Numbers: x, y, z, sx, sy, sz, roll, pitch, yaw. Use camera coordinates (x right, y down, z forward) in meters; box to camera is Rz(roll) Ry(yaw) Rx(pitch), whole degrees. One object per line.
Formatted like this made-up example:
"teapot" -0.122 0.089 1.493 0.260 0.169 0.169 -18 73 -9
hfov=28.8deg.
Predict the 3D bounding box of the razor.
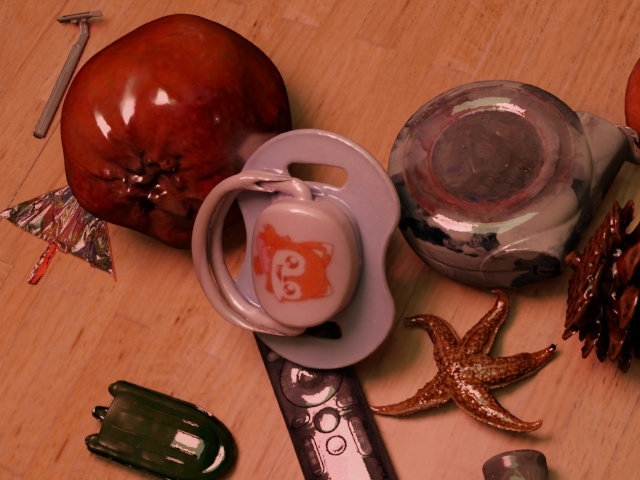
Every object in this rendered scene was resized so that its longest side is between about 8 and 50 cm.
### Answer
"razor" -0.389 -0.251 1.885 0.084 0.036 0.211 2 71 44

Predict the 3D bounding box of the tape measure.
"tape measure" 0.221 -0.065 1.539 0.275 0.147 0.256 23 67 26

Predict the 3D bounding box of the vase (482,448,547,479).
"vase" 0.236 0.346 1.387 0.096 0.096 0.219 -14 60 11

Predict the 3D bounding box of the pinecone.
"pinecone" 0.373 0.056 1.423 0.207 0.208 0.208 -7 65 14

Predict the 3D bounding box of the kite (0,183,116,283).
"kite" -0.362 -0.017 1.779 0.232 0.009 0.189 23 75 25

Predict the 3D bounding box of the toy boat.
"toy boat" -0.205 0.248 1.588 0.210 0.052 0.104 15 69 21

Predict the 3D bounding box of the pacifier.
"pacifier" 0.000 0.000 1.537 0.244 0.233 0.299 11 109 25

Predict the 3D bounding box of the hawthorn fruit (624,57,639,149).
"hawthorn fruit" 0.451 -0.176 1.511 0.173 0.173 0.173 -7 65 14

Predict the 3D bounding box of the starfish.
"starfish" 0.171 0.162 1.509 0.238 0.057 0.213 -28 54 2

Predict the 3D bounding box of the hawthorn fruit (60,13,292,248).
"hawthorn fruit" -0.181 -0.148 1.643 0.308 0.325 0.308 6 109 19

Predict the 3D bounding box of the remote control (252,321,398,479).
"remote control" 0.019 0.245 1.524 0.107 0.044 0.378 -21 62 0
